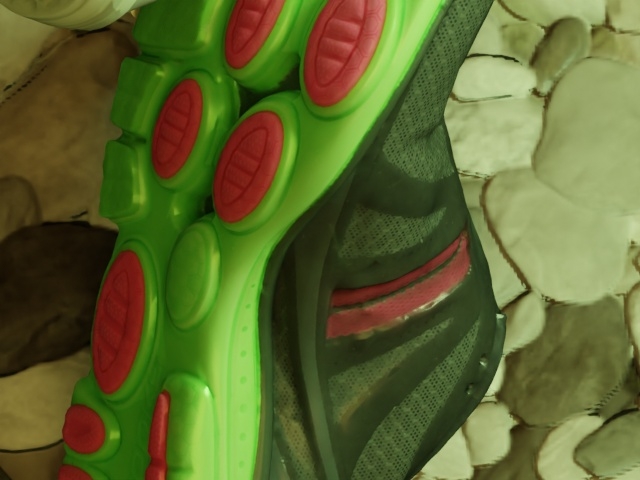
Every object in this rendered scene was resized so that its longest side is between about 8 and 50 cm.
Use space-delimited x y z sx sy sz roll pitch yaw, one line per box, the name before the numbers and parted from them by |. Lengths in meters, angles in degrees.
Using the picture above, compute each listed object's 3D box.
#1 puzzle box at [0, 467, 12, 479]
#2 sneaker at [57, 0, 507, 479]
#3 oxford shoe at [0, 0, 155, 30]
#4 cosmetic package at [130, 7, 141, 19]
puzzle box | -0.354 0.135 1.049 0.272 0.052 0.409 -36 108 6
sneaker | 0.000 0.000 0.993 0.202 0.185 0.483 -4 122 -40
oxford shoe | -0.093 -0.321 0.839 0.130 0.169 0.449 -12 105 -44
cosmetic package | -0.049 -0.147 1.002 0.115 0.041 0.060 -36 109 5
